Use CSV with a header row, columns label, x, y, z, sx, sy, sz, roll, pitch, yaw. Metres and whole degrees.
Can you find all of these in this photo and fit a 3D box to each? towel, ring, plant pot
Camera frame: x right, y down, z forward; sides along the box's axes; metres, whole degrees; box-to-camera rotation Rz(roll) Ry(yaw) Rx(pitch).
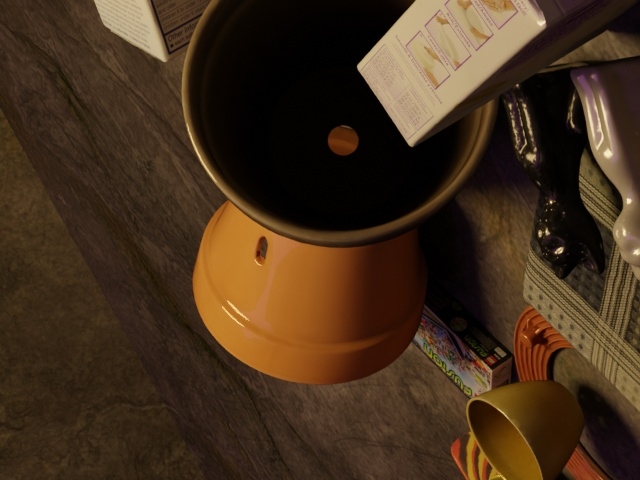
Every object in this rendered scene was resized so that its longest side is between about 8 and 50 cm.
label,x,y,z,sx,sy,sz,roll,pitch,yaw
towel,0.334,0.054,1.952,0.324,0.056,0.312,47,152,31
ring,0.328,0.220,2.218,0.336,0.032,0.336,46,156,27
plant pot,0.025,-0.136,2.081,0.323,0.323,0.280,55,177,8
plant pot,0.246,0.213,2.213,0.134,0.095,0.134,46,156,27
plant pot,0.000,0.000,2.318,0.291,0.291,0.203,48,147,26

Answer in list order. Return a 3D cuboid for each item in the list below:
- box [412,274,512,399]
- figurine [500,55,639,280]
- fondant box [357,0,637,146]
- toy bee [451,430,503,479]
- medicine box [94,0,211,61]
label,x,y,z,sx,sy,sz,roll,pitch,yaw
box,0.163,0.122,2.444,0.207,0.036,0.114,45,156,31
figurine,0.263,-0.063,1.798,0.215,0.092,0.209,3,104,64
fondant box,0.192,-0.213,1.615,0.096,0.238,0.330,57,160,4
toy bee,0.283,0.355,2.395,0.298,0.162,0.195,66,-167,13
medicine box,-0.138,-0.389,2.077,0.149,0.263,0.289,31,147,49
